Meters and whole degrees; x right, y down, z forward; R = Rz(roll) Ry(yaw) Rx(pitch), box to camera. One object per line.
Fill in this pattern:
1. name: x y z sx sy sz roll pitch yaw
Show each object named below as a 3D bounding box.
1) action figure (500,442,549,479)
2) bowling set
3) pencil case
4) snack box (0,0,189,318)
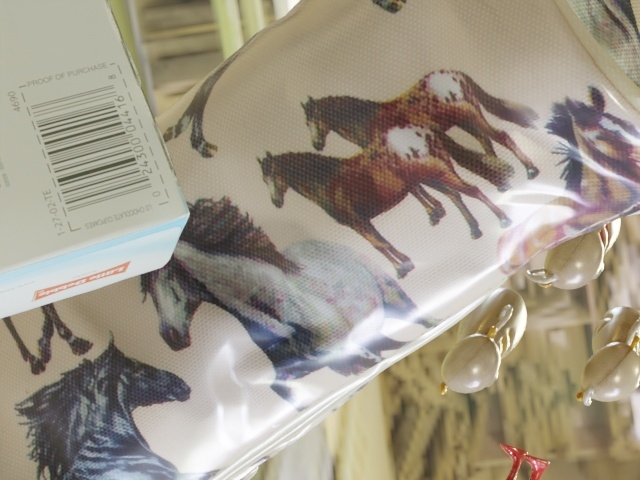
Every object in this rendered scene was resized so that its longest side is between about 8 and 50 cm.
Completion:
1. action figure: 0.092 0.173 0.868 0.038 0.030 0.115 18 -93 55
2. bowling set: 0.244 0.041 1.132 0.287 0.200 0.154 -55 176 21
3. pencil case: 0.000 0.000 0.705 0.183 0.410 0.160 55 27 3
4. snack box: -0.186 -0.117 0.480 0.322 0.187 0.060 68 -20 11
